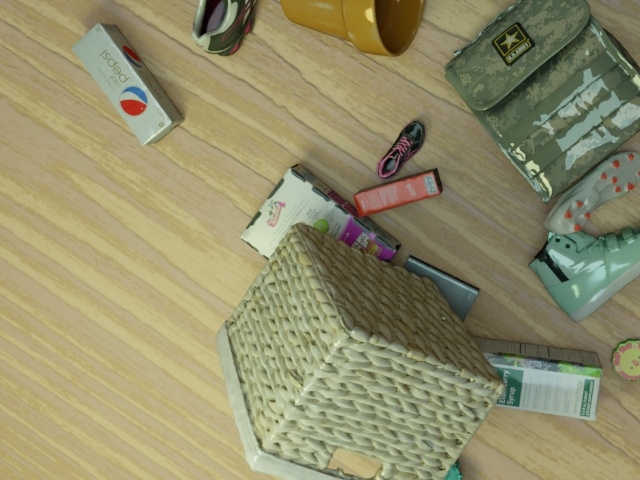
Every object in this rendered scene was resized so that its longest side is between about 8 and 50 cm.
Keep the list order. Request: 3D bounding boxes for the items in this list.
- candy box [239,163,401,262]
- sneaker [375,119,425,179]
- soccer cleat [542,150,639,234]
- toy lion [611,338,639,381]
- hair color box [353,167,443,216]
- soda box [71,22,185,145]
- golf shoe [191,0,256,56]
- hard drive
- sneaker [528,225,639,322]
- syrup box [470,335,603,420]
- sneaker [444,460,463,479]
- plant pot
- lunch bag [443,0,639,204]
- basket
[{"bbox_3d":[0.000,0.000,1.604,0.233,0.071,0.159,39,106,2],"label":"candy box"},{"bbox_3d":[0.135,-0.150,1.555,0.047,0.057,0.119,36,104,6],"label":"sneaker"},{"bbox_3d":[0.437,-0.080,1.484,0.196,0.076,0.068,-38,104,-14],"label":"soccer cleat"},{"bbox_3d":[0.544,0.199,1.546,0.096,0.034,0.100,40,106,10],"label":"toy lion"},{"bbox_3d":[0.132,-0.081,1.560,0.141,0.072,0.043,-16,96,15],"label":"hair color box"},{"bbox_3d":[-0.338,-0.275,1.628,0.074,0.069,0.216,-36,90,16],"label":"soda box"},{"bbox_3d":[-0.134,-0.437,1.530,0.105,0.120,0.273,24,103,9],"label":"golf shoe"},{"bbox_3d":[0.195,0.096,1.604,0.135,0.022,0.094,26,105,7],"label":"hard drive"},{"bbox_3d":[0.458,-0.002,1.494,0.256,0.094,0.151,-44,86,15],"label":"sneaker"},{"bbox_3d":[0.346,0.230,1.558,0.236,0.096,0.093,6,102,10],"label":"syrup box"},{"bbox_3d":[0.195,0.410,1.638,0.109,0.107,0.275,-21,100,-4],"label":"sneaker"},{"bbox_3d":[0.045,-0.404,1.469,0.187,0.205,0.205,11,103,27],"label":"plant pot"},{"bbox_3d":[0.358,-0.242,1.437,0.235,0.169,0.287,-40,83,19],"label":"lunch bag"},{"bbox_3d":[0.052,0.192,1.436,0.328,0.331,0.266,23,110,-27],"label":"basket"}]
